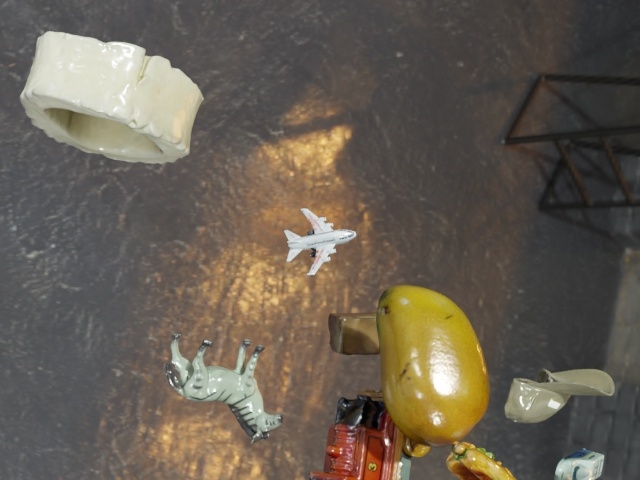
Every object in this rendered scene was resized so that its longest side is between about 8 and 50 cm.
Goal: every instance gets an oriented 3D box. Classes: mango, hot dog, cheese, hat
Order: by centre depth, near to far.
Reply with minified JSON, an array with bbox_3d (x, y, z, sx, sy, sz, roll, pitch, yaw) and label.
[{"bbox_3d":[0.263,0.369,1.360,0.188,0.072,0.055,44,49,-36],"label":"hot dog"},{"bbox_3d":[0.207,0.233,1.647,0.211,0.173,0.317,-12,78,-17],"label":"mango"},{"bbox_3d":[0.461,0.311,1.662,0.166,0.173,0.144,-4,112,-54],"label":"hat"},{"bbox_3d":[-0.400,-0.270,1.663,0.332,0.292,0.153,38,60,-69],"label":"cheese"}]

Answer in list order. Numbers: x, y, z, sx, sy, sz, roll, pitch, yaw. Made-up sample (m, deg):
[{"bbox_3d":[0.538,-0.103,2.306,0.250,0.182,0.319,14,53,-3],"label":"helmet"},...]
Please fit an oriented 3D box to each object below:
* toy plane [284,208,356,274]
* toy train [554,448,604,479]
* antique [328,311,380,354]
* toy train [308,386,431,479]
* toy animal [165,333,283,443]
[{"bbox_3d":[0.000,0.000,2.026,0.065,0.171,0.162,63,21,-72],"label":"toy plane"},{"bbox_3d":[0.511,0.451,1.704,0.234,0.051,0.052,14,86,-61],"label":"toy train"},{"bbox_3d":[0.165,0.208,1.983,0.310,0.093,0.087,1,95,-24],"label":"antique"},{"bbox_3d":[0.093,0.482,1.775,0.232,0.163,0.369,20,71,-37],"label":"toy train"},{"bbox_3d":[-0.169,0.259,1.516,0.217,0.073,0.176,10,92,-14],"label":"toy animal"}]
